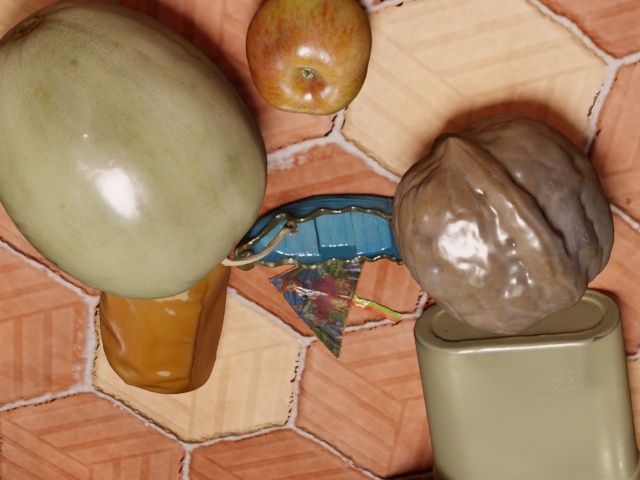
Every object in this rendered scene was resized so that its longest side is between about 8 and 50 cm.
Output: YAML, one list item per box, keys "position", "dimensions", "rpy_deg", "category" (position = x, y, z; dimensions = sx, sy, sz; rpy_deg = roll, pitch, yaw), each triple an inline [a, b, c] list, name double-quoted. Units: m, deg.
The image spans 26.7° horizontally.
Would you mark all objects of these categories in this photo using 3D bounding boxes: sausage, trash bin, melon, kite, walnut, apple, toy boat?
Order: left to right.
- position: [-0.189, -0.083, 1.296]
  dimensions: [0.272, 0.272, 0.308]
  rpy_deg: [-33, 89, 28]
  category: "melon"
- position: [-0.174, 0.078, 1.502]
  dimensions: [0.136, 0.120, 0.241]
  rpy_deg: [17, 130, 13]
  category: "sausage"
- position: [-0.012, -0.183, 1.288]
  dimensions: [0.126, 0.102, 0.126]
  rpy_deg: [4, 127, 5]
  category: "apple"
- position: [0.000, 0.000, 1.440]
  dimensions: [0.185, 0.077, 0.075]
  rpy_deg: [-1, 124, 11]
  category: "toy boat"
- position: [0.017, 0.066, 1.534]
  dimensions: [0.159, 0.010, 0.190]
  rpy_deg: [12, 129, -2]
  category: "kite"
- position: [0.177, -0.020, 1.332]
  dimensions: [0.224, 0.224, 0.224]
  rpy_deg: [4, 128, 5]
  category: "walnut"
- position: [0.233, 0.185, 1.531]
  dimensions: [0.243, 0.121, 0.247]
  rpy_deg: [-6, 123, 12]
  category: "trash bin"
